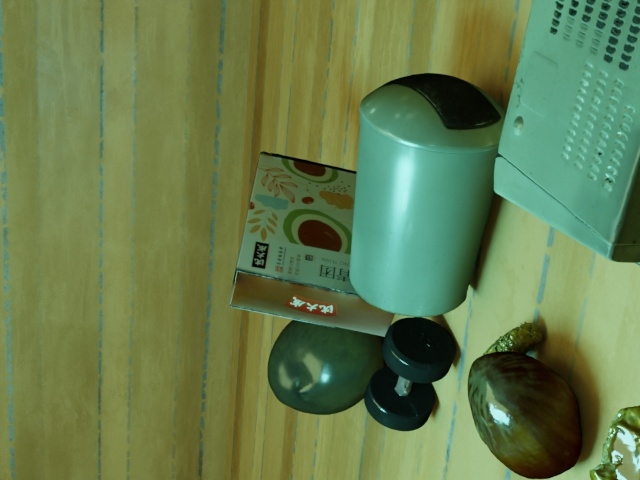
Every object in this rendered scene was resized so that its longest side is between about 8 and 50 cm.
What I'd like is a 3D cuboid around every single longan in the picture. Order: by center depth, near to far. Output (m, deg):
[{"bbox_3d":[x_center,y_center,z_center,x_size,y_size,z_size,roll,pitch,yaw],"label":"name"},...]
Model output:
[{"bbox_3d":[0.014,0.304,2.267,0.350,0.288,0.289,-24,68,58],"label":"longan"}]

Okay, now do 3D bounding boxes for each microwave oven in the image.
[{"bbox_3d":[0.406,-0.152,0.868,0.247,0.394,0.333,-126,39,-58],"label":"microwave oven"}]

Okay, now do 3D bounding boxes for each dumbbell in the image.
[{"bbox_3d":[0.189,0.285,1.912,0.152,0.152,0.218,-112,28,-45],"label":"dumbbell"}]

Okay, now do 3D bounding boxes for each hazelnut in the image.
[{"bbox_3d":[0.325,0.281,1.466,0.212,0.180,0.181,-119,35,-52],"label":"hazelnut"}]

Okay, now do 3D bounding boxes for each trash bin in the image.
[{"bbox_3d":[0.195,-0.099,1.690,0.280,0.280,0.432,-119,30,-54],"label":"trash bin"}]

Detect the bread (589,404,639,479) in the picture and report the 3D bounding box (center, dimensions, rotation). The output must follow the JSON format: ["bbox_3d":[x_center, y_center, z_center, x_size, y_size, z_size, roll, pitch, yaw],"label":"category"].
[{"bbox_3d":[0.446,0.374,1.115,0.149,0.195,0.344,-36,55,43],"label":"bread"}]

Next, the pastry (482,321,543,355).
[{"bbox_3d":[0.338,0.192,1.592,0.056,0.080,0.140,55,160,11],"label":"pastry"}]

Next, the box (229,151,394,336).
[{"bbox_3d":[0.000,0.000,1.986,0.122,0.344,0.385,107,172,-45],"label":"box"}]
